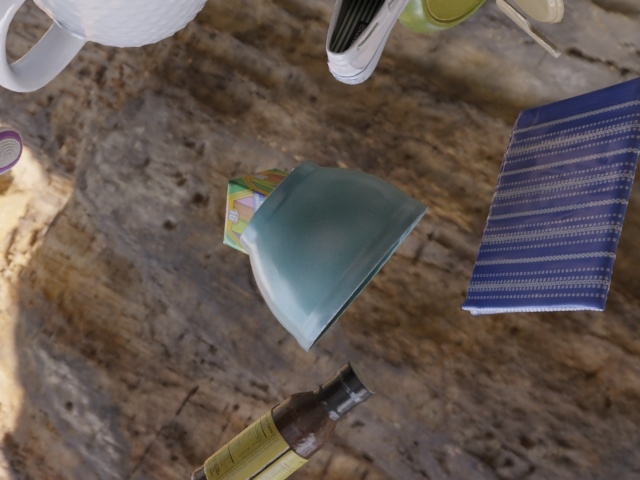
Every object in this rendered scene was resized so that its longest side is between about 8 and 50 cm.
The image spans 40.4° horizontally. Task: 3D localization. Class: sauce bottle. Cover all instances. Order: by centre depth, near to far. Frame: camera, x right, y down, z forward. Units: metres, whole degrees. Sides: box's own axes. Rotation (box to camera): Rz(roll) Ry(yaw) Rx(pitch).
[{"bbox_3d":[-0.058,0.336,1.474,0.111,0.344,0.111,51,-172,-10],"label":"sauce bottle"}]

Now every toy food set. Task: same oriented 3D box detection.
[{"bbox_3d":[0.223,-0.292,0.930,0.132,0.038,0.192,55,-179,32],"label":"toy food set"}]

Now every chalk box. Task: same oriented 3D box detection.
[{"bbox_3d":[-0.055,-0.033,1.586,0.213,0.132,0.132,22,-154,34],"label":"chalk box"}]

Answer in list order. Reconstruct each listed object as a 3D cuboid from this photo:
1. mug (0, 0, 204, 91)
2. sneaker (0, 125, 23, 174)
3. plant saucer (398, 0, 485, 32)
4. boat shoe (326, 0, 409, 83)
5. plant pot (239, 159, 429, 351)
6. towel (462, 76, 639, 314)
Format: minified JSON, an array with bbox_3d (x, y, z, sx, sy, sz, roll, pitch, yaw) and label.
[{"bbox_3d":[-0.257,-0.330,0.967,0.276,0.374,0.328,31,165,1],"label":"mug"},{"bbox_3d":[-0.720,-0.147,1.638,0.152,0.114,0.305,21,-148,30],"label":"sneaker"},{"bbox_3d":[0.213,-0.420,1.331,0.037,0.241,0.241,43,-166,32],"label":"plant saucer"},{"bbox_3d":[0.066,-0.297,1.023,0.083,0.226,0.076,13,170,16],"label":"boat shoe"},{"bbox_3d":[0.000,0.000,1.355,0.196,0.293,0.293,39,-168,6],"label":"plant pot"},{"bbox_3d":[0.323,-0.055,1.178,0.040,0.336,0.243,29,160,-27],"label":"towel"}]
